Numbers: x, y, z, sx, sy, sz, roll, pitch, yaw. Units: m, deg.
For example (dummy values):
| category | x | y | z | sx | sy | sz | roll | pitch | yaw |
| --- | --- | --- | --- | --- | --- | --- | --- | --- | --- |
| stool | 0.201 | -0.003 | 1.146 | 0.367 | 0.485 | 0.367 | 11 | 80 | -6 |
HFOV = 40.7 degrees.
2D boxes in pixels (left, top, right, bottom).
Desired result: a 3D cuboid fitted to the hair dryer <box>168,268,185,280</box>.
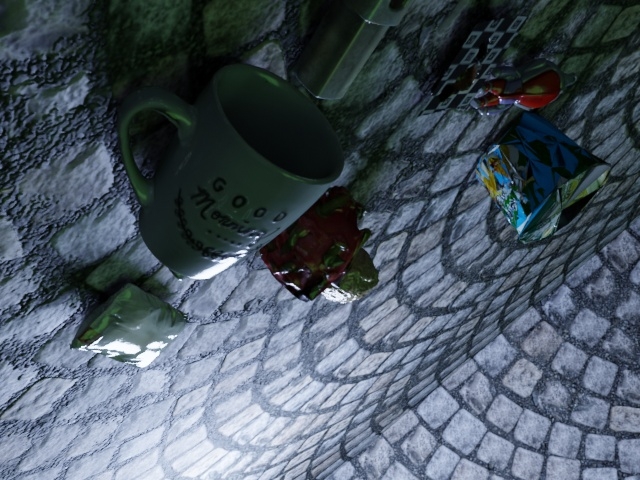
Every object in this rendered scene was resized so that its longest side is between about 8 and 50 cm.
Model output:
| category | x | y | z | sx | sy | sz | roll | pitch | yaw |
| --- | --- | --- | --- | --- | --- | --- | --- | --- | --- |
| hair dryer | -0.210 | 0.009 | 1.253 | 0.063 | 0.038 | 0.124 | -39 | 149 | -3 |

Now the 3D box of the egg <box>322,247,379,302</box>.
| category | x | y | z | sx | sy | sz | roll | pitch | yaw |
| --- | --- | --- | --- | --- | --- | --- | --- | --- | --- |
| egg | 0.045 | 0.061 | 1.598 | 0.116 | 0.118 | 0.140 | -58 | 164 | 2 |

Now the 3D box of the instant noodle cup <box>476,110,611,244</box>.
| category | x | y | z | sx | sy | sz | roll | pitch | yaw |
| --- | --- | --- | --- | --- | --- | --- | --- | --- | --- |
| instant noodle cup | 0.435 | -0.131 | 1.739 | 0.240 | 0.178 | 0.240 | -31 | 155 | -16 |

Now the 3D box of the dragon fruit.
| category | x | y | z | sx | sy | sz | roll | pitch | yaw |
| --- | --- | --- | --- | --- | --- | --- | --- | --- | --- |
| dragon fruit | 0.000 | 0.000 | 1.387 | 0.172 | 0.160 | 0.166 | -44 | 132 | 13 |

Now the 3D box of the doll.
| category | x | y | z | sx | sy | sz | roll | pitch | yaw |
| --- | --- | --- | --- | --- | --- | --- | --- | --- | --- |
| doll | 0.363 | -0.271 | 1.515 | 0.227 | 0.075 | 0.102 | -16 | 139 | -24 |

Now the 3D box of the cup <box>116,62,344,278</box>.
| category | x | y | z | sx | sy | sz | roll | pitch | yaw |
| --- | --- | --- | --- | --- | --- | --- | --- | --- | --- |
| cup | -0.142 | -0.084 | 1.045 | 0.258 | 0.186 | 0.234 | 25 | 127 | -31 |

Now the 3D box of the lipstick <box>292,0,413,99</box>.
| category | x | y | z | sx | sy | sz | roll | pitch | yaw |
| --- | --- | --- | --- | --- | --- | --- | --- | --- | --- |
| lipstick | 0.057 | -0.288 | 1.045 | 0.079 | 0.077 | 0.253 | -8 | 143 | -49 |

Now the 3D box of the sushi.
| category | x | y | z | sx | sy | sz | roll | pitch | yaw |
| --- | --- | --- | --- | --- | --- | --- | --- | --- | --- |
| sushi | 0.233 | -0.286 | 1.359 | 0.139 | 0.031 | 0.201 | -19 | 153 | -39 |

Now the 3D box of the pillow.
| category | x | y | z | sx | sy | sz | roll | pitch | yaw |
| --- | --- | --- | --- | --- | --- | --- | --- | --- | --- |
| pillow | -0.289 | 0.137 | 1.335 | 0.128 | 0.051 | 0.229 | -46 | 157 | -1 |
